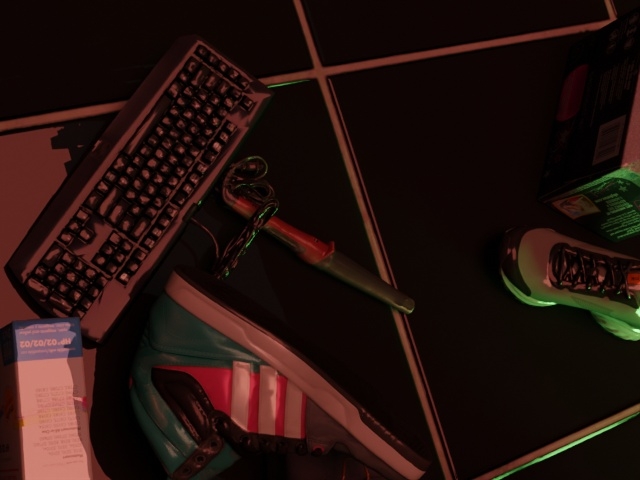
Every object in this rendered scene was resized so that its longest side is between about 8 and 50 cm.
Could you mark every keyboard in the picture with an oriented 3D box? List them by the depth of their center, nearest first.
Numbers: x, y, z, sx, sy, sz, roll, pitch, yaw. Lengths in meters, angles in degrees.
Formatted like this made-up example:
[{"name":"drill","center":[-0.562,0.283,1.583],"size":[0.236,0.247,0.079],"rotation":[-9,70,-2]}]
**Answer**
[{"name":"keyboard","center":[-0.142,-0.034,1.027],"size":[0.201,0.033,0.317],"rotation":[37,73,-15]}]

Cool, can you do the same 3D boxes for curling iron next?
[{"name":"curling iron","center":[0.000,0.000,1.121],"size":[0.274,0.035,0.068],"rotation":[36,63,-16]}]

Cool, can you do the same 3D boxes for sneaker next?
[{"name":"sneaker","center":[-0.060,0.175,0.953],"size":[0.295,0.124,0.178],"rotation":[35,97,8]},{"name":"sneaker","center":[0.333,0.043,1.254],"size":[0.271,0.108,0.100],"rotation":[20,71,-22]}]

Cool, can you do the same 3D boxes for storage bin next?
[{"name":"storage bin","center":[0.007,0.217,1.044],"size":[0.135,0.098,0.091],"rotation":[3,66,-28]}]

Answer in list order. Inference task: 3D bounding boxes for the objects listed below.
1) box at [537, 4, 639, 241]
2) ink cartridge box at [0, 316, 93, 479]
[{"name":"box","center":[0.401,-0.148,1.304],"size":[0.142,0.163,0.247],"rotation":[25,67,-20]},{"name":"ink cartridge box","center":[-0.246,0.165,0.903],"size":[0.061,0.104,0.181],"rotation":[-2,78,-29]}]
